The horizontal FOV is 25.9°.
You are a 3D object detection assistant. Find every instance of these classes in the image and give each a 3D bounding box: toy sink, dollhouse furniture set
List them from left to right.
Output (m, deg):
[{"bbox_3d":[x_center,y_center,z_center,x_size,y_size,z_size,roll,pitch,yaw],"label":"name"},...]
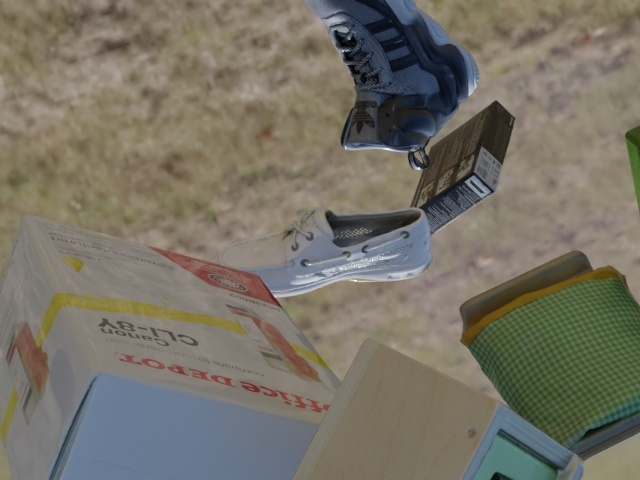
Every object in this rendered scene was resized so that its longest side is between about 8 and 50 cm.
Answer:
[{"bbox_3d":[0.098,0.194,1.040,0.153,0.131,0.234,-61,145,-7],"label":"toy sink"},{"bbox_3d":[0.274,0.032,1.199,0.301,0.197,0.151,-25,130,-9],"label":"dollhouse furniture set"}]

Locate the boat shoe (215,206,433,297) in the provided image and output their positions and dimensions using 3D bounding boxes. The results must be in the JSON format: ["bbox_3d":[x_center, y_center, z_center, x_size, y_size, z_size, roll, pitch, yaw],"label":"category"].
[{"bbox_3d":[0.000,0.000,1.726,0.277,0.098,0.096,-8,130,-4],"label":"boat shoe"}]

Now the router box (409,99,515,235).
[{"bbox_3d":[0.194,-0.100,1.912,0.133,0.046,0.179,-35,-160,38],"label":"router box"}]

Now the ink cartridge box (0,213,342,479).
[{"bbox_3d":[-0.145,0.138,1.298,0.279,0.384,0.160,17,104,-25],"label":"ink cartridge box"}]

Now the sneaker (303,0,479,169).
[{"bbox_3d":[0.051,-0.182,1.469,0.268,0.153,0.101,34,162,-33],"label":"sneaker"}]
